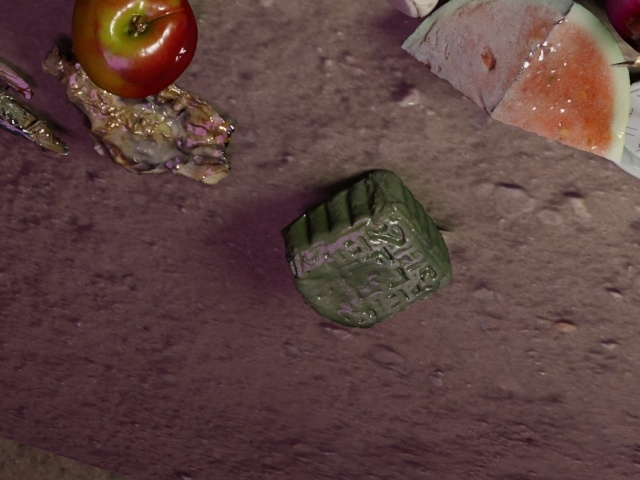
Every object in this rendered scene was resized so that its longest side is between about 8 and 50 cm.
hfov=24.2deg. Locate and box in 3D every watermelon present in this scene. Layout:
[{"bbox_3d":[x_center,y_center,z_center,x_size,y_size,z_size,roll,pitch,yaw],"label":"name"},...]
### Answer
[{"bbox_3d":[0.277,-0.213,1.923,0.260,0.176,0.256,19,161,-30],"label":"watermelon"}]

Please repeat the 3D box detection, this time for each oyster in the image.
[{"bbox_3d":[-0.295,-0.181,2.371,0.355,0.107,0.201,31,143,-13],"label":"oyster"}]

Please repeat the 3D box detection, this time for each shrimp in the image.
[{"bbox_3d":[-0.516,-0.228,2.484,0.251,0.052,0.143,32,144,-13],"label":"shrimp"}]

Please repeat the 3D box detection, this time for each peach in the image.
[{"bbox_3d":[-0.265,-0.293,2.127,0.197,0.197,0.197,16,147,11],"label":"peach"}]

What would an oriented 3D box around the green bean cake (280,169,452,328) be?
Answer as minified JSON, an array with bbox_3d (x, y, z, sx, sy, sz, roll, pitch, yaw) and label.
[{"bbox_3d":[0.072,0.025,2.359,0.227,0.125,0.222,-27,129,18],"label":"green bean cake"}]

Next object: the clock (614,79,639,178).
[{"bbox_3d":[0.484,-0.151,1.984,0.236,0.053,0.236,16,150,10],"label":"clock"}]

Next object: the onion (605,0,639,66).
[{"bbox_3d":[0.421,-0.278,1.752,0.177,0.153,0.177,7,138,7],"label":"onion"}]

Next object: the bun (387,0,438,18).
[{"bbox_3d":[0.106,-0.355,1.889,0.138,0.094,0.138,41,178,2],"label":"bun"}]
